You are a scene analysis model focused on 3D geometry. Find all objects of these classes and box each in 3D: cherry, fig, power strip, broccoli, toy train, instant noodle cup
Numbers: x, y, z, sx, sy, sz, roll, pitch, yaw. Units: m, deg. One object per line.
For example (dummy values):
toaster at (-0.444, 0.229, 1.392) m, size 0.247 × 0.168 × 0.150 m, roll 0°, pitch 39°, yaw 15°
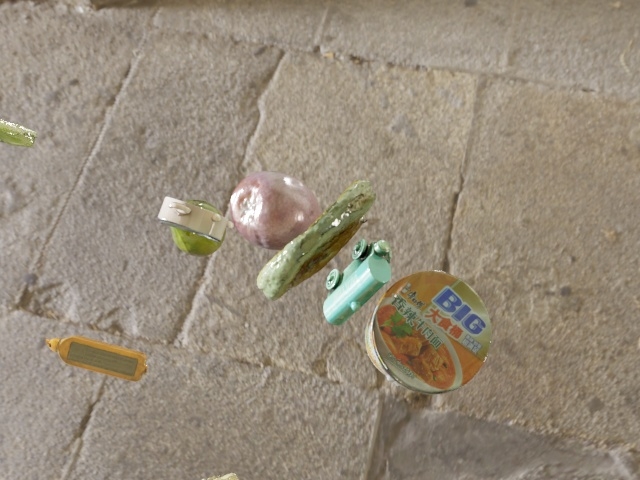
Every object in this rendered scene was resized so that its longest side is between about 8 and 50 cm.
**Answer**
cherry at (-0.104, -0.079, 1.794) m, size 0.239 × 0.239 × 0.206 m, roll -1°, pitch 97°, yaw 4°
fig at (-0.353, -0.043, 1.996) m, size 0.167 × 0.233 × 0.167 m, roll 2°, pitch 76°, yaw -9°
power strip at (-0.379, 0.195, 1.172) m, size 0.178 × 0.028 × 0.049 m, roll 16°, pitch 94°, yaw -4°
broccoli at (-0.620, -0.213, 1.253) m, size 0.204 × 0.122 × 0.118 m, roll 17°, pitch 54°, yaw -37°
toy train at (0.090, 0.107, 1.687) m, size 0.101 × 0.248 × 0.159 m, roll 24°, pitch 44°, yaw -18°
instant noodle cup at (0.244, 0.231, 1.693) m, size 0.296 × 0.214 × 0.296 m, roll 2°, pitch 78°, yaw -8°

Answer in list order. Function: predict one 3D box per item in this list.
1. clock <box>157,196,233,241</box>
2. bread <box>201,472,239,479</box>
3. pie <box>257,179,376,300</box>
clock at (-0.288, -0.044, 1.565) m, size 0.156 × 0.229 × 0.063 m, roll 20°, pitch 87°, yaw 11°
bread at (-0.234, 0.658, 1.561) m, size 0.111 × 0.239 × 0.246 m, roll -14°, pitch 75°, yaw -43°
pie at (-0.006, 0.006, 1.353) m, size 0.302 × 0.302 × 0.067 m, roll -42°, pitch 82°, yaw -16°
